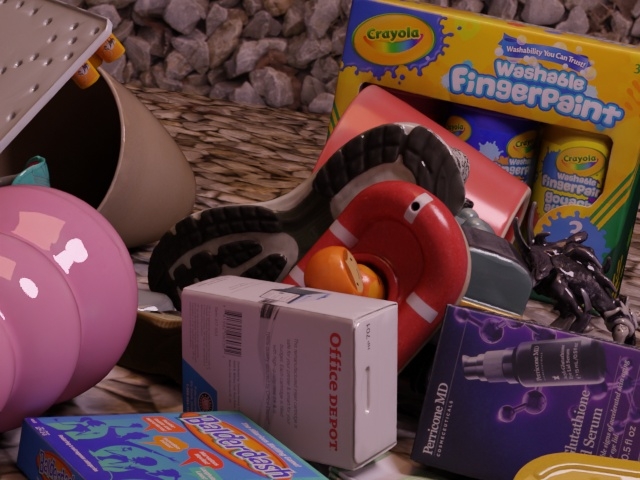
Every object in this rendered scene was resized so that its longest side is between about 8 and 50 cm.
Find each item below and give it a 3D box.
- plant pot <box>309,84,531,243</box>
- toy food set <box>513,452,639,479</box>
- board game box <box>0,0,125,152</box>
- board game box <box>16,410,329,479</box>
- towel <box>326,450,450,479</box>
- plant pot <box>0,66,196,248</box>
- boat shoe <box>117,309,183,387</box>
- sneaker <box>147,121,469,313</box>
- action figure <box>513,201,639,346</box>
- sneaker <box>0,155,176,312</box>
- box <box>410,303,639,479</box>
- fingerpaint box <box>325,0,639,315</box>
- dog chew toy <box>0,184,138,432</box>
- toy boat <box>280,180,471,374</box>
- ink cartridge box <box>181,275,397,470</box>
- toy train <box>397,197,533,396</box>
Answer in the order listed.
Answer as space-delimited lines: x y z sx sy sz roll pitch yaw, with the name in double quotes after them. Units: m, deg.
0.119 -0.026 2.059 0.243 0.275 0.275 24 15 10 "plant pot"
0.262 0.253 1.364 0.218 0.071 0.128 9 37 1 "toy food set"
-0.463 -0.146 1.933 0.390 0.390 0.050 25 -21 47 "board game box"
-0.123 0.192 1.337 0.210 0.047 0.160 2 15 -34 "board game box"
0.092 0.223 1.429 0.152 0.023 0.113 18 15 29 "towel"
-0.282 -0.084 2.063 0.256 0.256 0.274 18 -3 29 "plant pot"
-0.121 0.110 1.626 0.223 0.080 0.073 14 18 37 "boat shoe"
0.000 0.000 1.759 0.410 0.158 0.182 -23 -5 26 "sneaker"
0.284 0.097 1.751 0.276 0.141 0.164 48 31 6 "action figure"
-0.290 0.004 1.727 0.295 0.178 0.124 9 13 -9 "sneaker"
0.203 0.154 1.490 0.207 0.153 0.108 12 -1 14 "box"
0.239 -0.132 2.315 0.444 0.371 0.163 15 13 16 "fingerpaint box"
-0.288 0.074 1.398 0.206 0.207 0.332 13 19 10 "dog chew toy"
0.033 0.044 1.544 0.151 0.231 0.151 42 3 25 "toy boat"
-0.029 0.116 1.465 0.190 0.140 0.082 8 14 31 "ink cartridge box"
0.141 0.065 1.747 0.142 0.190 0.334 19 13 -5 "toy train"
